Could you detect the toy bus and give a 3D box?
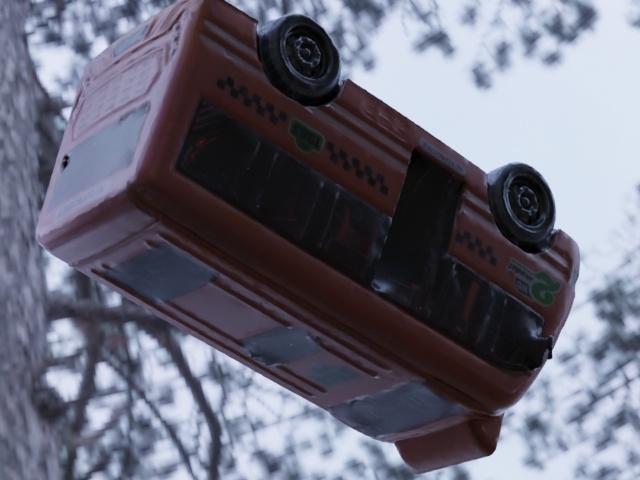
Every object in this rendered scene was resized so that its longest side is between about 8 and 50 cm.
[{"bbox_3d":[0.000,0.000,1.448,0.427,0.233,0.203,32,-33,-26],"label":"toy bus"}]
